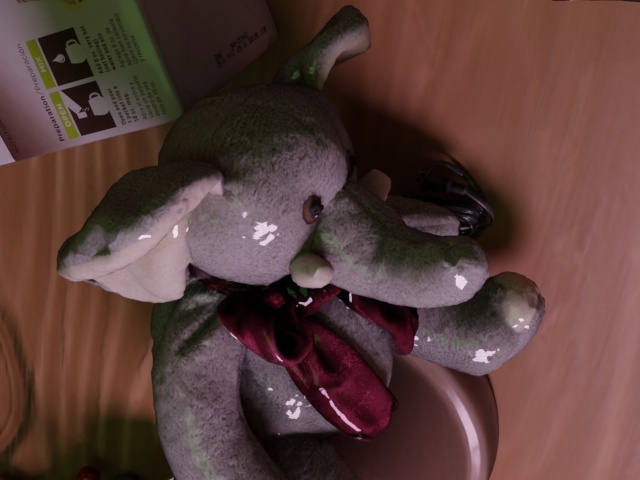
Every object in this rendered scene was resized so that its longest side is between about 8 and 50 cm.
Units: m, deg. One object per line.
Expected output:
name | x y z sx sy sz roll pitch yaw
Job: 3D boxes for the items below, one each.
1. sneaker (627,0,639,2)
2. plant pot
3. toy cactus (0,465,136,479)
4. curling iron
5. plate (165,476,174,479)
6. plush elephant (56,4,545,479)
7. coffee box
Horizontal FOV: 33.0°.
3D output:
sneaker | 0.279 -0.088 0.510 0.482 0.185 0.202 27 118 36
plant pot | -0.014 0.191 0.815 0.263 0.229 0.263 9 120 17
toy cactus | -0.273 0.290 1.017 0.180 0.112 0.219 34 89 38
curling iron | 0.000 0.000 0.821 0.274 0.035 0.068 -15 114 25
plate | -0.107 0.297 0.955 0.188 0.188 0.024 53 157 -11
plush elephant | -0.009 0.016 0.634 0.330 0.272 0.255 31 148 10
coffee box | -0.204 -0.132 0.749 0.297 0.168 0.119 -11 112 24
